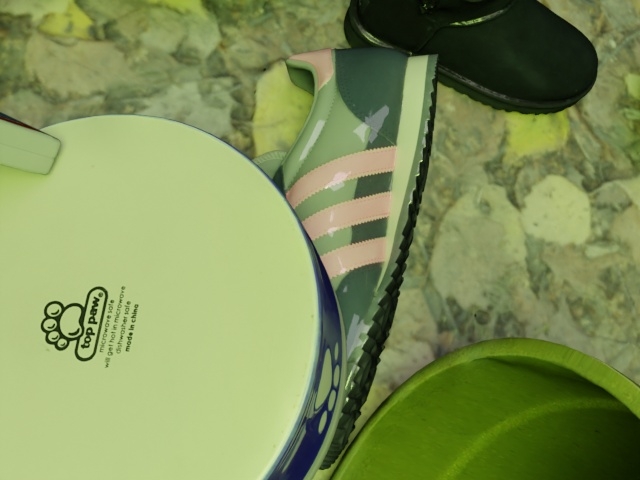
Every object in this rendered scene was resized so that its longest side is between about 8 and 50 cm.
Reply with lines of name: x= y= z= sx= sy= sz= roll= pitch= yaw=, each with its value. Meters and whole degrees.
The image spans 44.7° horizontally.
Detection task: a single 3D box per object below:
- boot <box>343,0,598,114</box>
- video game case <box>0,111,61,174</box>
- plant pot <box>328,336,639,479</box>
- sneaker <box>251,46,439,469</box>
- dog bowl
boot: x=0.156 y=-0.197 z=0.610 sx=0.246 sy=0.207 sz=0.094 roll=13 pitch=71 yaw=-12
video game case: x=-0.302 y=-0.109 z=0.389 sx=0.285 sy=0.204 sz=0.025 roll=24 pitch=93 yaw=17
plant pot: x=0.203 y=0.281 z=0.432 sx=0.353 sy=0.366 sz=0.367 roll=22 pitch=69 yaw=-22
sneaker: x=0.000 y=0.000 z=0.578 sx=0.131 sy=0.112 sz=0.319 roll=11 pitch=70 yaw=10
dog bowl: x=-0.120 y=0.063 z=0.460 sx=0.264 sy=0.104 sz=0.265 roll=-3 pitch=69 yaw=7
